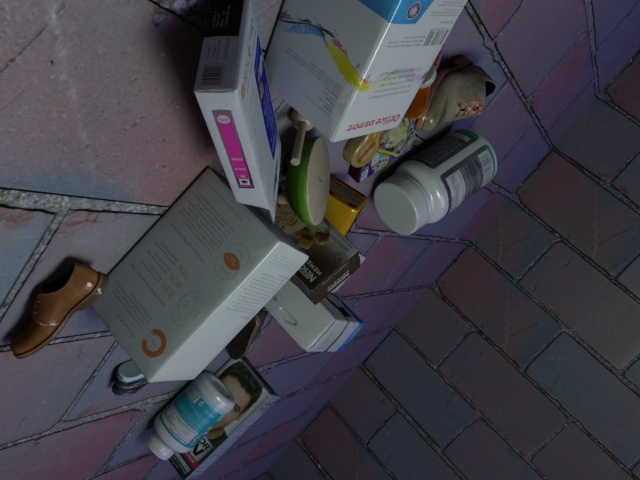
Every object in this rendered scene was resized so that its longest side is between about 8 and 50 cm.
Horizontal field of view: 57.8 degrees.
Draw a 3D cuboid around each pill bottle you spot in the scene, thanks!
[{"bbox_3d":[0.343,-0.177,1.732,0.361,0.204,0.204,-33,156,-28],"label":"pill bottle"},{"bbox_3d":[-0.396,0.534,1.748,0.264,0.146,0.146,-44,159,-2],"label":"pill bottle"}]

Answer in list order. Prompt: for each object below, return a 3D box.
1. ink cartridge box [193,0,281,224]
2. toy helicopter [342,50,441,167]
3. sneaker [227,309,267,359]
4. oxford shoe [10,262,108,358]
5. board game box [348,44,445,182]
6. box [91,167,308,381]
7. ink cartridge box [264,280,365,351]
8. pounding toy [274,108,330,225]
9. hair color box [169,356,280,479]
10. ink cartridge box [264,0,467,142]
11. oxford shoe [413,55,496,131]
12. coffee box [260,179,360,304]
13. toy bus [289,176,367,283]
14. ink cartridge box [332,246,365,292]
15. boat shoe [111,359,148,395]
[{"bbox_3d":[-0.116,-0.186,0.928,0.069,0.176,0.371,0,154,6],"label":"ink cartridge box"},{"bbox_3d":[0.146,-0.307,1.183,0.235,0.140,0.355,-17,142,-47],"label":"toy helicopter"},{"bbox_3d":[-0.213,0.285,1.741,0.071,0.066,0.188,-15,144,-54],"label":"sneaker"},{"bbox_3d":[-0.466,0.115,0.993,0.212,0.076,0.076,-44,129,4],"label":"oxford shoe"},{"bbox_3d":[0.177,-0.307,1.412,0.208,0.056,0.347,-30,155,-24],"label":"board game box"},{"bbox_3d":[-0.231,0.073,1.114,0.345,0.215,0.168,-46,159,4],"label":"box"},{"bbox_3d":[-0.019,0.218,1.757,0.129,0.223,0.307,-48,159,6],"label":"ink cartridge box"},{"bbox_3d":[-0.057,-0.141,1.179,0.237,0.110,0.183,76,22,-50],"label":"pounding toy"},{"bbox_3d":[-0.334,0.565,1.862,0.374,0.185,0.113,-44,158,-4],"label":"hair color box"},{"bbox_3d":[0.066,-0.334,0.943,0.198,0.197,0.270,-23,149,-46],"label":"ink cartridge box"},{"bbox_3d":[0.337,-0.349,1.411,0.348,0.130,0.123,-47,163,-40],"label":"oxford shoe"},{"bbox_3d":[-0.046,0.003,1.283,0.141,0.246,0.098,-39,158,-13],"label":"coffee box"},{"bbox_3d":[0.000,0.000,1.502,0.333,0.108,0.130,-61,176,34],"label":"toy bus"},{"bbox_3d":[0.028,0.065,1.744,0.160,0.092,0.219,-47,159,6],"label":"ink cartridge box"},{"bbox_3d":[-0.426,0.323,1.431,0.183,0.065,0.083,-9,141,-47],"label":"boat shoe"}]
